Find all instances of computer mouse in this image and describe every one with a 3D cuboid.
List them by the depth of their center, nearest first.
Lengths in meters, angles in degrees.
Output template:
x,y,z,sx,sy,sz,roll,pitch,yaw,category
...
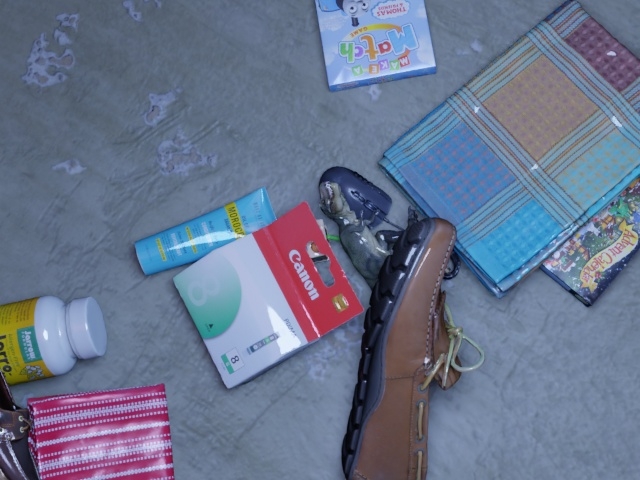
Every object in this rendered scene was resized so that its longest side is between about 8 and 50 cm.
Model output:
x,y,z,sx,sy,sz,roll,pitch,yaw,category
0.099,-0.026,1.412,0.242,0.041,0.071,34,86,9,computer mouse

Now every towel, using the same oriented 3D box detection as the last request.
x,y,z,sx,sy,sz,roll,pitch,yaw,category
-0.295,0.344,1.361,0.199,0.031,0.275,-3,80,-24,towel
0.296,-0.137,1.372,0.370,0.040,0.271,-41,70,0,towel

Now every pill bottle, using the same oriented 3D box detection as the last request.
x,y,z,sx,sy,sz,roll,pitch,yaw,category
-0.417,0.143,1.402,0.208,0.117,0.117,-12,80,4,pill bottle

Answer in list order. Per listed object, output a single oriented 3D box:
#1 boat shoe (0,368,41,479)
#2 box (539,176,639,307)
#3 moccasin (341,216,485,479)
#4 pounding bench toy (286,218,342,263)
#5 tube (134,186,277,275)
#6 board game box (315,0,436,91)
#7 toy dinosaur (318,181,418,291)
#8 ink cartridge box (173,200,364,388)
x,y,z,sx,sy,sz,roll,pitch,yaw,category
-0.420,0.240,1.305,0.073,0.073,0.207,-32,81,-7,boat shoe
0.388,-0.046,1.382,0.159,0.044,0.233,40,87,11,box
0.129,0.156,1.300,0.147,0.139,0.380,8,99,-6,moccasin
0.000,0.000,1.406,0.083,0.065,0.052,-12,80,4,pounding bench toy
-0.164,-0.007,1.438,0.207,0.052,0.080,-20,89,-4,tube
0.075,-0.337,1.463,0.160,0.039,0.211,-10,81,4,board game box
0.092,0.025,1.378,0.118,0.064,0.268,-22,96,16,toy dinosaur
-0.077,0.077,1.371,0.225,0.056,0.181,-33,78,25,ink cartridge box
